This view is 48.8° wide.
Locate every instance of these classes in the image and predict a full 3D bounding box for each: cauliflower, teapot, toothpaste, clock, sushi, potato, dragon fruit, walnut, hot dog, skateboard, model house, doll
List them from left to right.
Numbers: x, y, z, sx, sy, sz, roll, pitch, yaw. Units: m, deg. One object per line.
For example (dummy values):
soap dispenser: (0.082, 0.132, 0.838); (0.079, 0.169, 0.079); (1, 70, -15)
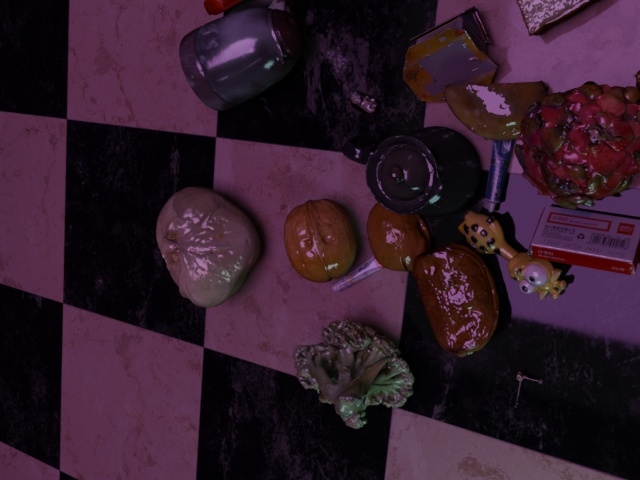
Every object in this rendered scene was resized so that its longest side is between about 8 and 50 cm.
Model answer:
clock: (-0.239, -0.675, 1.924); (0.113, 0.155, 0.061); (15, 141, 56)
teapot: (-0.188, -0.543, 1.916); (0.312, 0.233, 0.314); (-17, 59, 26)
walnut: (0.000, 0.000, 1.875); (0.193, 0.193, 0.225); (-9, 89, 32)
cauliflower: (0.075, 0.363, 1.832); (0.327, 0.281, 0.260); (13, 136, 14)
toothpaste: (0.109, 0.087, 1.908); (0.190, 0.031, 0.048); (-33, 76, 26)
sushi: (0.111, -0.356, 1.837); (0.083, 0.044, 0.046); (30, 110, 27)
walnut: (0.184, -0.013, 1.811); (0.167, 0.087, 0.211); (-28, 81, 28)
teapot: (0.207, -0.188, 1.660); (0.223, 0.285, 0.305); (-43, 75, 28)
model house: (0.299, -0.452, 1.679); (0.219, 0.207, 0.135); (-19, 50, 41)
hot dog: (0.332, 0.143, 1.728); (0.196, 0.122, 0.272); (-22, 89, 33)
potato: (0.394, -0.296, 1.616); (0.243, 0.098, 0.138); (1, 101, 18)
toothpaste: (0.422, -0.164, 1.681); (0.057, 0.035, 0.197); (11, 100, 19)
doll: (0.446, 0.035, 1.665); (0.291, 0.086, 0.117); (42, 146, 19)
skateboard: (0.499, 0.366, 1.710); (0.064, 0.032, 0.083); (13, 101, 19)
dragon fruit: (0.557, -0.208, 1.442); (0.250, 0.269, 0.291); (64, 163, 5)

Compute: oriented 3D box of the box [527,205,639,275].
box: (0.584, -0.003, 1.558); (0.230, 0.123, 0.050); (11, 145, 30)

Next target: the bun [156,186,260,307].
bun: (-0.351, 0.020, 2.070); (0.361, 0.213, 0.360); (6, 101, 33)

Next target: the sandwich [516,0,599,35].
sandwich: (0.509, -0.607, 1.538); (0.226, 0.087, 0.251); (-28, 84, 33)

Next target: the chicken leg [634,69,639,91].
chicken leg: (0.823, -0.331, 1.359); (0.407, 0.096, 0.157); (4, 76, 16)
